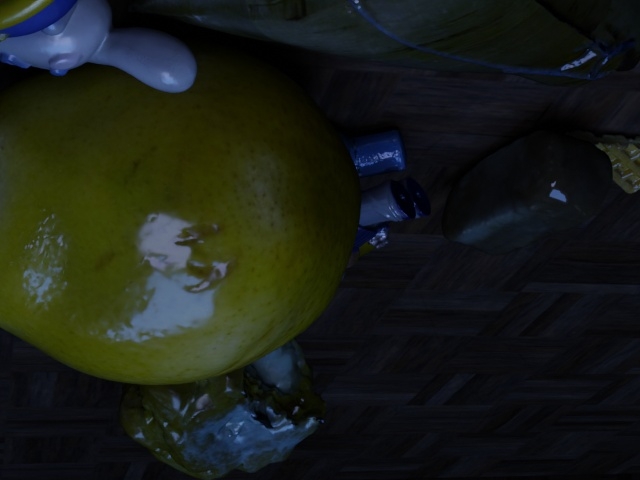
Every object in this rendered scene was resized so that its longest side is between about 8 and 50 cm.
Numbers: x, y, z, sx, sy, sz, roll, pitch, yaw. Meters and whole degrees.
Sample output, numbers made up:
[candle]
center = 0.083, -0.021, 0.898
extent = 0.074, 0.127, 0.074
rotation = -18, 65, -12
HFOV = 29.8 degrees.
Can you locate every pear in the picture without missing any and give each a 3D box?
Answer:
[pear]
center = -0.159, -0.030, 1.230
extent = 0.418, 0.362, 0.362
rotation = 4, 154, -27

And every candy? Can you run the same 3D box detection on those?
[candy]
center = 0.253, -0.056, 1.514
extent = 0.104, 0.102, 0.234
rotation = 19, 156, -26

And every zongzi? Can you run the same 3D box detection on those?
[zongzi]
center = 0.082, -0.220, 1.103
extent = 0.393, 0.174, 0.356
rotation = -12, 162, 37

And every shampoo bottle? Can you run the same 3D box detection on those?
[shampoo bottle]
center = -0.025, -0.089, 1.462
extent = 0.258, 0.061, 0.104
rotation = -10, 160, 8

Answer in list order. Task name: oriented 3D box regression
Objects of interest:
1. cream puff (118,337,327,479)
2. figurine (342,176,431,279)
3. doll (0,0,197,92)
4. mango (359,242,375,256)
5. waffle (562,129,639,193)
[cream puff]
center = -0.165, 0.198, 1.794
extent = 0.274, 0.270, 0.323
rotation = -34, 139, 15
[figurine]
center = -0.003, 0.001, 1.475
extent = 0.194, 0.133, 0.274
rotation = -25, 175, -37
[doll]
center = -0.282, -0.238, 1.032
extent = 0.311, 0.160, 0.242
rotation = 9, 177, 28
[mango]
center = -0.009, 0.001, 1.642
extent = 0.191, 0.086, 0.122
rotation = -32, 134, 25
[waffle]
center = 0.399, -0.121, 1.515
extent = 0.125, 0.032, 0.191
rotation = -21, 150, 29
